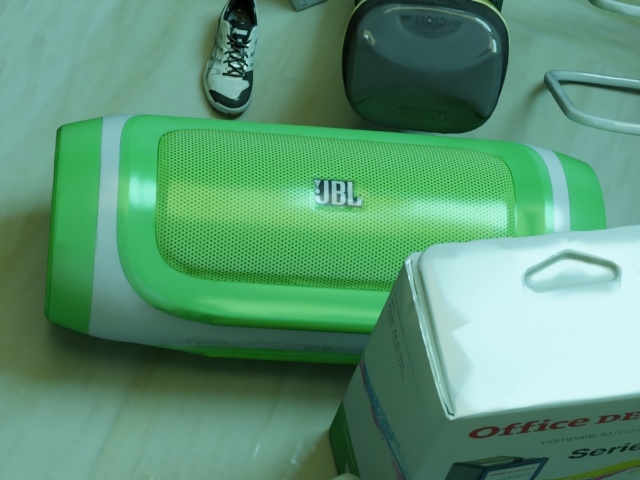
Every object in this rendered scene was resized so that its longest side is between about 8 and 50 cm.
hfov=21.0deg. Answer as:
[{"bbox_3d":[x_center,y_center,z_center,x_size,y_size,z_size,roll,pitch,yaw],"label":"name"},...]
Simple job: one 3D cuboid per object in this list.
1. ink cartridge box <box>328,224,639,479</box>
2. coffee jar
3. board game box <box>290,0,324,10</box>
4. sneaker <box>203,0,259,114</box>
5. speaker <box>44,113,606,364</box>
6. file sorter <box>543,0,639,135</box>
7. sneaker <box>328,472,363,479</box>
[{"bbox_3d":[0.102,0.082,0.876,0.154,0.212,0.093,-6,61,-14],"label":"ink cartridge box"},{"bbox_3d":[0.063,-0.129,1.027,0.096,0.079,0.184,6,27,1],"label":"coffee jar"},{"bbox_3d":[-0.036,-0.237,1.104,0.026,0.103,0.154,-25,67,-22],"label":"board game box"},{"bbox_3d":[-0.054,-0.118,1.070,0.032,0.037,0.083,6,60,-9],"label":"sneaker"},{"bbox_3d":[0.000,0.000,0.958,0.297,0.131,0.131,4,59,-8],"label":"speaker"},{"bbox_3d":[0.244,-0.199,1.005,0.173,0.277,0.193,9,15,-1],"label":"file sorter"},{"bbox_3d":[0.013,0.257,0.846,0.151,0.094,0.256,-29,88,13],"label":"sneaker"}]
